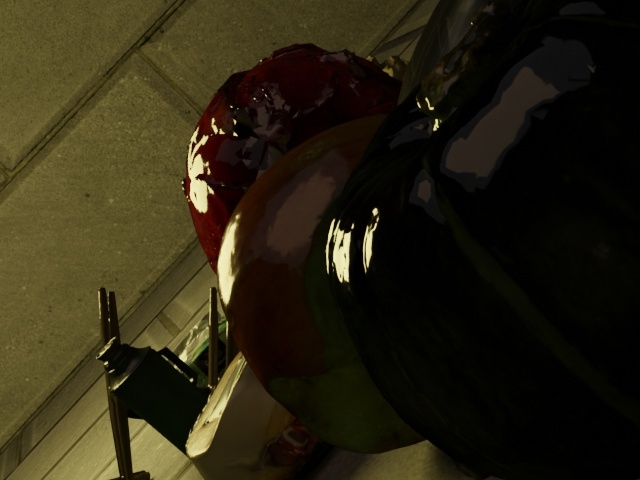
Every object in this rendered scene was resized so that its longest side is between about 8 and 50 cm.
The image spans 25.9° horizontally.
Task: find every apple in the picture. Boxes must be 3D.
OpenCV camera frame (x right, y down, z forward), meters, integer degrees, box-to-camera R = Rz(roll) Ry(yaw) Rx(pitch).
[{"bbox_3d":[0.050,0.026,1.073,0.226,0.246,0.246,-40,11,20],"label":"apple"}]

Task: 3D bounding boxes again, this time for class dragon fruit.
[{"bbox_3d":[0.002,-0.056,1.454,0.295,0.295,0.302,-48,-1,-12],"label":"dragon fruit"}]

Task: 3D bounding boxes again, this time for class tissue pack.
[{"bbox_3d":[-0.156,0.156,1.934,0.111,0.079,0.085,-47,10,-7],"label":"tissue pack"}]

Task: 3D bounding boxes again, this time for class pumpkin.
[{"bbox_3d":[0.155,-0.015,0.782,0.323,0.241,0.323,-48,13,15],"label":"pumpkin"}]

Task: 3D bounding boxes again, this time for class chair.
[{"bbox_3d":[-0.189,0.194,1.730,0.188,0.166,0.272,-177,88,-77],"label":"chair"}]

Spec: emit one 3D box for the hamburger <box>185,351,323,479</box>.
[{"bbox_3d":[-0.041,0.159,1.348,0.173,0.116,0.210,-49,9,43],"label":"hamburger"}]

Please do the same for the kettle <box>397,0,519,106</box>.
[{"bbox_3d":[0.181,-0.115,1.285,0.324,0.228,0.321,-55,-14,-29],"label":"kettle"}]

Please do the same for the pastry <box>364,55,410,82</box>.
[{"bbox_3d":[0.056,-0.123,1.959,0.256,0.170,0.237,-37,32,22],"label":"pastry"}]

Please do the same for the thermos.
[{"bbox_3d":[-0.167,0.177,1.558,0.083,0.187,0.073,-50,10,-12],"label":"thermos"}]
